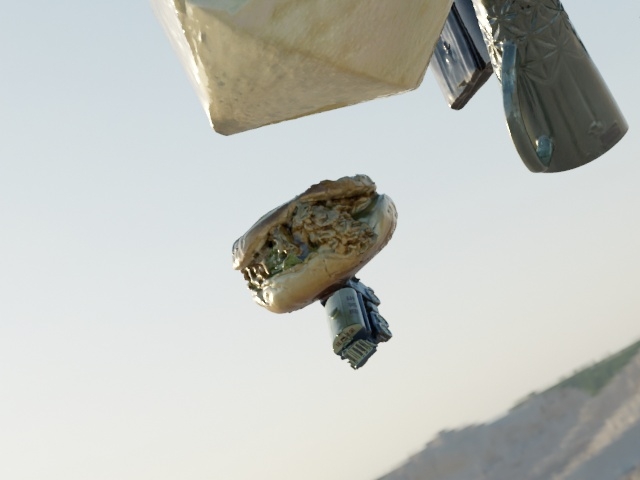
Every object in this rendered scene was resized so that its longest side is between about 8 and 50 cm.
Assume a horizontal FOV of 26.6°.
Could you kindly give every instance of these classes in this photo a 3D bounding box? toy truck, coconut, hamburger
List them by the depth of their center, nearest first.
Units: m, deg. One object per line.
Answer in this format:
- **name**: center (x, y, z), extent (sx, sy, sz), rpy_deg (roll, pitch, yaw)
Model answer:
- **coconut**: center (-0.020, -0.237, 1.197), extent (0.328, 0.329, 0.329), rpy_deg (-27, -10, -5)
- **hamburger**: center (0.000, 0.000, 1.908), extent (0.243, 0.146, 0.286), rpy_deg (-35, -3, -30)
- **toy truck**: center (0.046, 0.122, 2.020), extent (0.074, 0.088, 0.202), rpy_deg (-48, 21, 16)

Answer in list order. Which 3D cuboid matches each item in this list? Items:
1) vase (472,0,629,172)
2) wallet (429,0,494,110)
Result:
- **vase**: center (0.299, -0.232, 1.850), extent (0.156, 0.301, 0.251), rpy_deg (-6, 36, 36)
- **wallet**: center (0.223, -0.359, 2.308), extent (0.049, 0.229, 0.182), rpy_deg (-10, -25, -30)
